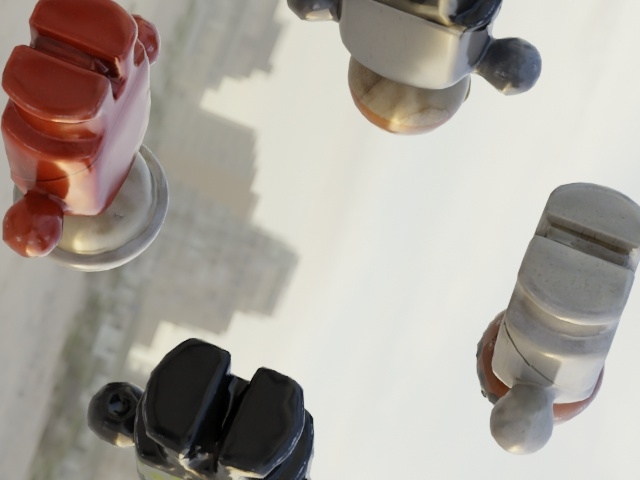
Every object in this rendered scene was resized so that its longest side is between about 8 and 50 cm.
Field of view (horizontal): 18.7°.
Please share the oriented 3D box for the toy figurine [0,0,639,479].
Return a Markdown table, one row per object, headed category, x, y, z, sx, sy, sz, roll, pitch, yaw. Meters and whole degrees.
| category | x | y | z | sx | sy | sz | roll | pitch | yaw |
| --- | --- | --- | --- | --- | --- | --- | --- | --- | --- |
| toy figurine | 0.000 | 0.000 | 0.699 | 0.148 | 0.209 | 0.213 | 96 | -31 | -66 |
